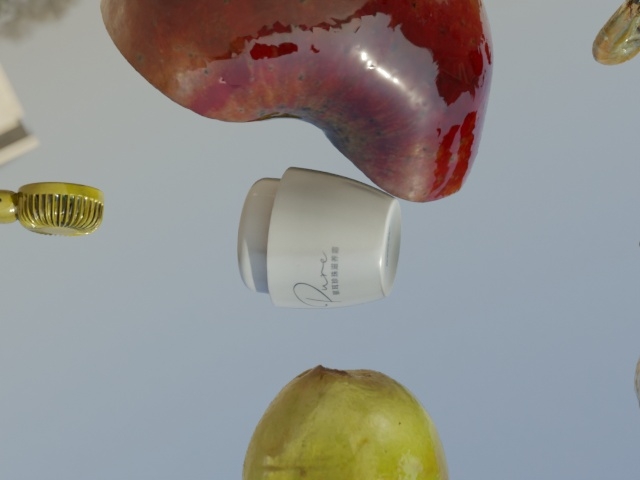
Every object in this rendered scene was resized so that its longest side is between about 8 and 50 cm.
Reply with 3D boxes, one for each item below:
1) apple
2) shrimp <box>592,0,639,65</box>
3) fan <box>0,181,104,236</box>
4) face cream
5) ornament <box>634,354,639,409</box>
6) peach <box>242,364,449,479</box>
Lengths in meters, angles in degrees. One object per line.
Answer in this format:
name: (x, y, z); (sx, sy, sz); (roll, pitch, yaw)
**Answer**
apple: (-0.011, -0.194, 1.512); (0.295, 0.329, 0.365); (-22, -152, 10)
shrimp: (0.299, -0.205, 1.645); (0.059, 0.023, 0.108); (4, 143, -24)
fan: (-0.281, -0.029, 1.619); (0.155, 0.039, 0.082); (2, 169, -1)
face cream: (0.000, 0.000, 1.102); (0.095, 0.091, 0.091); (6, -159, 12)
ornament: (0.519, 0.170, 1.979); (0.337, 0.337, 0.337); (-24, -167, 6)
peach: (0.041, 0.342, 2.456); (0.281, 0.315, 0.314); (-2, 170, 24)
